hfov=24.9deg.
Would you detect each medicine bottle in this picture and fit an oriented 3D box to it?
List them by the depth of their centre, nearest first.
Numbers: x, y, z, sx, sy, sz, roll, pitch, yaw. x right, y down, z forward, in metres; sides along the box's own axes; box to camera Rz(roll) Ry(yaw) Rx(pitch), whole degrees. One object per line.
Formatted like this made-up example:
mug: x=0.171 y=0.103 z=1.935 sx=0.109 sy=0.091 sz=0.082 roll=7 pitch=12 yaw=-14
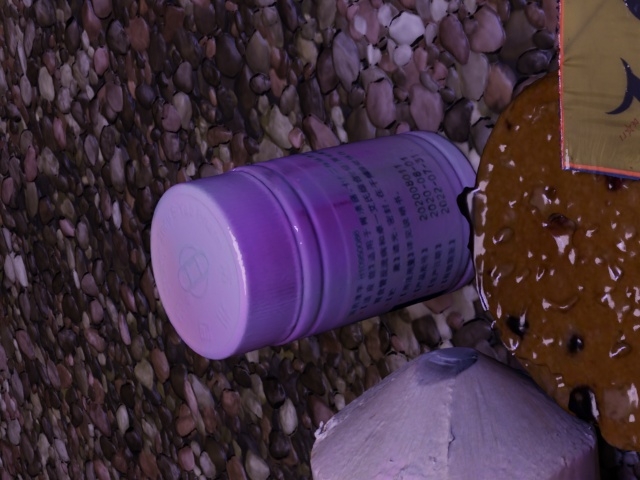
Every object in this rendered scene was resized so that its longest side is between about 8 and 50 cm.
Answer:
medicine bottle: x=0.000 y=0.000 z=1.219 sx=0.152 sy=0.254 sz=0.152 roll=25 pitch=121 yaw=49

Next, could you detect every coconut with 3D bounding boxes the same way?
coconut: x=0.112 y=0.205 z=1.157 sx=0.239 sy=0.239 sz=0.244 roll=8 pitch=109 yaw=53

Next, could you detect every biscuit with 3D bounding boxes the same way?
biscuit: x=0.224 y=0.008 z=1.063 sx=0.296 sy=0.075 sz=0.296 roll=20 pitch=116 yaw=48

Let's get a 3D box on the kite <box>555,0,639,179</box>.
kite: x=0.240 y=-0.177 z=0.917 sx=0.327 sy=0.013 sz=0.377 roll=62 pitch=143 yaw=18
